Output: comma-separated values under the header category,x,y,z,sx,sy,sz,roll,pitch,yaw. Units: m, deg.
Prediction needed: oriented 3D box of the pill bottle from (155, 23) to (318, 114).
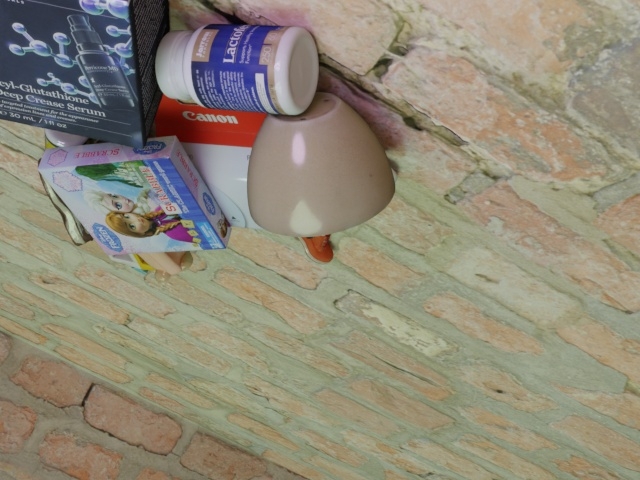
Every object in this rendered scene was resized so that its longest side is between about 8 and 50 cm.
category,x,y,z,sx,sy,sz,roll,pitch,yaw
pill bottle,-0.149,-0.307,1.564,0.264,0.153,0.153,7,147,22

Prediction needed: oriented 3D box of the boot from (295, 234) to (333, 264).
category,x,y,z,sx,sy,sz,roll,pitch,yaw
boot,0.000,0.000,2.063,0.084,0.059,0.158,-9,138,33

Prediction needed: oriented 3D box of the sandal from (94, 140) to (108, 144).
category,x,y,z,sx,sy,sz,roll,pitch,yaw
sandal,-0.495,-0.185,2.022,0.086,0.120,0.302,47,143,-13

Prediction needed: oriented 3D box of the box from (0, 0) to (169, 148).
category,x,y,z,sx,sy,sz,roll,pitch,yaw
box,-0.431,-0.378,1.534,0.293,0.212,0.395,12,150,0

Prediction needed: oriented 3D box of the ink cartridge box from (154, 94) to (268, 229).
category,x,y,z,sx,sy,sz,roll,pitch,yaw
ink cartridge box,-0.220,-0.169,1.895,0.308,0.091,0.385,7,148,22

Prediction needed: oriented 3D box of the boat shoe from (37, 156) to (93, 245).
category,x,y,z,sx,sy,sz,roll,pitch,yaw
boat shoe,-0.631,-0.111,2.249,0.095,0.095,0.258,-19,125,-1

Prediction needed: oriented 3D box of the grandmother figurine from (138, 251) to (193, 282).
category,x,y,z,sx,sy,sz,roll,pitch,yaw
grandmother figurine,-0.459,-0.021,2.233,0.207,0.104,0.342,-36,139,7

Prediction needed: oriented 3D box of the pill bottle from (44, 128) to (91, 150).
category,x,y,z,sx,sy,sz,roll,pitch,yaw
pill bottle,-0.584,-0.214,2.034,0.103,0.103,0.184,23,150,-3

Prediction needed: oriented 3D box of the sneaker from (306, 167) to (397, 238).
category,x,y,z,sx,sy,sz,roll,pitch,yaw
sneaker,0.040,-0.077,1.817,0.255,0.151,0.094,-11,136,41

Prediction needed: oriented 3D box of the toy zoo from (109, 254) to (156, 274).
category,x,y,z,sx,sy,sz,roll,pitch,yaw
toy zoo,-0.527,0.004,2.421,0.192,0.030,0.293,10,148,19

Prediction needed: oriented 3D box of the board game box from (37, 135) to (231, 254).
category,x,y,z,sx,sy,sz,roll,pitch,yaw
board game box,-0.401,-0.089,1.938,0.317,0.066,0.319,-4,142,20

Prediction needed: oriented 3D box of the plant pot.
category,x,y,z,sx,sy,sz,roll,pitch,yaw
plant pot,-0.014,-0.162,1.630,0.284,0.284,0.191,5,126,25
